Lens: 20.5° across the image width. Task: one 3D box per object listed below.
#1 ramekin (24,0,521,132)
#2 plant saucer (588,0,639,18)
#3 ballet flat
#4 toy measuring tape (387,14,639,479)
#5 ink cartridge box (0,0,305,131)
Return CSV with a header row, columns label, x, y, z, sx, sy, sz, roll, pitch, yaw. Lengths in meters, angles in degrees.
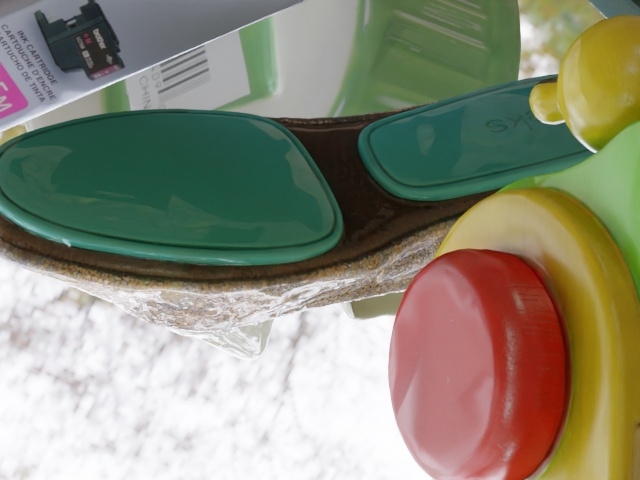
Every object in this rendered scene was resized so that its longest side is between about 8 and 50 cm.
label,x,y,z,sx,sy,sz,roll,pitch,yaw
ramekin,-0.044,-0.120,1.088,0.303,0.303,0.148,46,-161,29
plant saucer,0.216,-0.085,0.949,0.067,0.018,0.192,6,-147,-41
ballet flat,0.000,0.000,0.783,0.316,0.106,0.107,-6,-134,-20
toy measuring tape,0.077,0.100,0.518,0.121,0.330,0.121,2,-179,0
ink cartridge box,-0.057,-0.158,0.811,0.186,0.311,0.065,-91,-22,-53
